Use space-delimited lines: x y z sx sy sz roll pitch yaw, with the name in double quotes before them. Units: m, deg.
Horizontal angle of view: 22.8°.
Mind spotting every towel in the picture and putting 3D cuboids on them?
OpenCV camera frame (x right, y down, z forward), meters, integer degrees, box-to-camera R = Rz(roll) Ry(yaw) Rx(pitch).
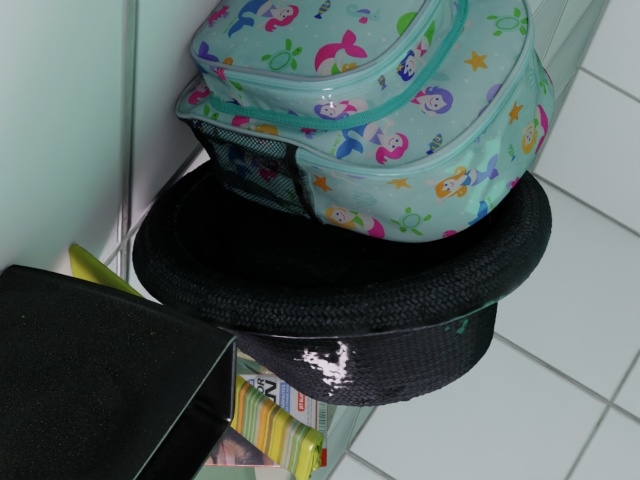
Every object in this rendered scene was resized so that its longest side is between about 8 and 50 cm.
"towel" -0.093 0.091 1.192 0.021 0.237 0.102 -48 167 -22

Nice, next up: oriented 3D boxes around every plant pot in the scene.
"plant pot" -0.178 0.128 1.092 0.188 0.167 0.187 -56 169 -22

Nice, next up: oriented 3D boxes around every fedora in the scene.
"fedora" 0.022 0.035 1.273 0.334 0.334 0.152 -49 138 -46

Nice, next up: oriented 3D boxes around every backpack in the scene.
"backpack" 0.042 -0.123 1.198 0.225 0.253 0.191 -53 149 -23

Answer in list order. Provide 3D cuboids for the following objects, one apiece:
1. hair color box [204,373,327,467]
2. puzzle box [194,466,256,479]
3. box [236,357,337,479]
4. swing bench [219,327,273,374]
"hair color box" -0.079 0.180 1.587 0.053 0.167 0.093 28 62 -73
"puzzle box" -0.144 0.319 1.731 0.409 0.052 0.272 -9 92 -76
"box" -0.048 0.202 2.086 0.148 0.121 0.311 -53 168 -32
"swing bench" 0.000 0.000 1.544 0.253 0.165 0.255 43 48 -79
